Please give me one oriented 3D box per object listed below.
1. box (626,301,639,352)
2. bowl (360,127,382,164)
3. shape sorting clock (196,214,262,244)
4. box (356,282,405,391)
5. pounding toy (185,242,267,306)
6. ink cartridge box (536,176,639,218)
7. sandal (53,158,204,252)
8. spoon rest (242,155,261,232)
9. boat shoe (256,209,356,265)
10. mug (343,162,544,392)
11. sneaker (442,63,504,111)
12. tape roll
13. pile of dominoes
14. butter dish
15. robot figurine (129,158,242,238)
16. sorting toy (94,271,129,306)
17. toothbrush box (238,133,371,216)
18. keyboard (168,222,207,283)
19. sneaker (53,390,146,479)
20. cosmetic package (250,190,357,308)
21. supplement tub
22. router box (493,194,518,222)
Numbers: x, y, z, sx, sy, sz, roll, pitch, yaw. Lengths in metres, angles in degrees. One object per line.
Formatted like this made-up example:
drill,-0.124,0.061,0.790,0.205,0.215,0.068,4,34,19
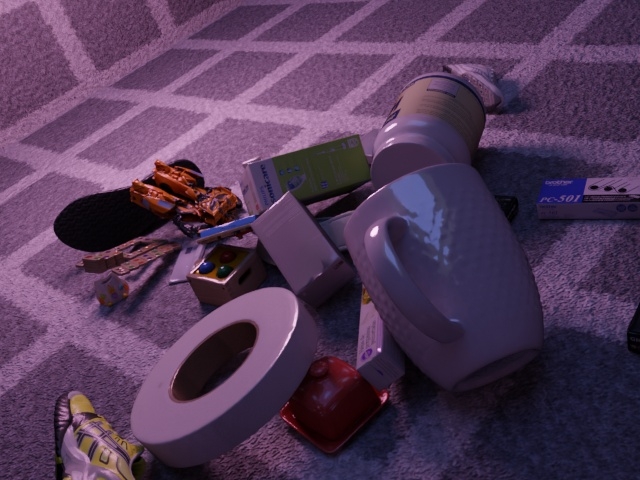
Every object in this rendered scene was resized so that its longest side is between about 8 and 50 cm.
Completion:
box,0.635,0.115,1.173,0.175,0.051,0.220,11,44,38
bowl,0.170,-0.254,1.943,0.142,0.053,0.142,14,47,42
shape sorting clock,-0.197,-0.022,1.691,0.206,0.040,0.206,-15,-3,-1
box,0.117,0.149,1.334,0.063,0.067,0.324,-40,18,23
pounding toy,-0.237,0.057,1.681,0.206,0.094,0.181,9,43,36
ink cartridge box,0.576,-0.090,1.500,0.207,0.046,0.097,0,38,28
sandal,-0.546,-0.092,2.038,0.446,0.167,0.107,-26,8,-21
spoon rest,-0.149,-0.114,1.912,0.137,0.084,0.276,-22,47,1
boat shoe,0.000,0.000,1.664,0.320,0.116,0.099,-12,-11,27
mug,0.198,0.069,1.171,0.276,0.374,0.327,-36,62,24
sneaker,0.463,-0.464,2.043,0.130,0.110,0.297,-18,34,-6
tape roll,-0.182,0.244,1.310,0.392,0.072,0.392,-31,23,15
pile of dominoes,-0.499,0.025,1.843,0.196,0.040,0.251,5,22,33
butter dish,0.012,0.262,1.236,0.160,0.118,0.160,-38,38,-25
robot figurine,-0.360,-0.113,1.920,0.291,0.085,0.211,22,47,14
sorting toy,-0.530,0.119,1.767,0.083,0.075,0.045,-31,35,-14
toothbrush box,-0.043,-0.151,1.730,0.283,0.122,0.206,-16,-2,-14
keyboard,-0.339,0.026,1.857,0.072,0.014,0.256,-16,33,16
sneaker,-0.398,0.406,1.268,0.147,0.145,0.385,-6,27,-25
cosmetic package,-0.040,0.019,1.541,0.127,0.107,0.238,-39,56,6
supplement tub,0.262,-0.238,1.706,0.236,0.235,0.324,-1,38,26
router box,0.371,-0.062,1.577,0.123,0.038,0.092,8,42,36
